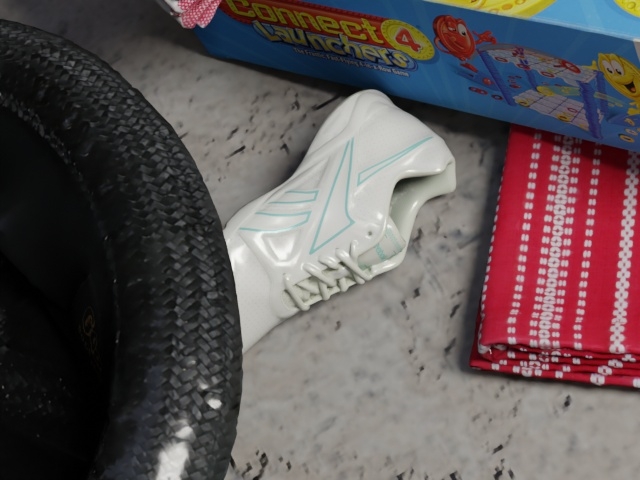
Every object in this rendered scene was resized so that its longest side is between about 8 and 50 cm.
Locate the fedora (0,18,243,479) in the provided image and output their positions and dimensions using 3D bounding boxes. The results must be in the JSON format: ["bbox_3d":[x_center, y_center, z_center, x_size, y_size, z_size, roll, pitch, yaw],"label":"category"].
[{"bbox_3d":[-0.162,0.073,0.666,0.334,0.152,0.334,-8,59,14],"label":"fedora"}]

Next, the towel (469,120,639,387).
[{"bbox_3d":[0.208,-0.025,0.673,0.274,0.031,0.199,3,61,20],"label":"towel"}]

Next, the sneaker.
[{"bbox_3d":[0.000,0.000,0.715,0.061,0.054,0.152,33,75,28],"label":"sneaker"}]

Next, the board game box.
[{"bbox_3d":[0.119,-0.203,0.750,0.302,0.086,0.308,16,67,35],"label":"board game box"}]

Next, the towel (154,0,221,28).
[{"bbox_3d":[-0.026,-0.193,0.743,0.197,0.029,0.144,-41,49,-7],"label":"towel"}]
